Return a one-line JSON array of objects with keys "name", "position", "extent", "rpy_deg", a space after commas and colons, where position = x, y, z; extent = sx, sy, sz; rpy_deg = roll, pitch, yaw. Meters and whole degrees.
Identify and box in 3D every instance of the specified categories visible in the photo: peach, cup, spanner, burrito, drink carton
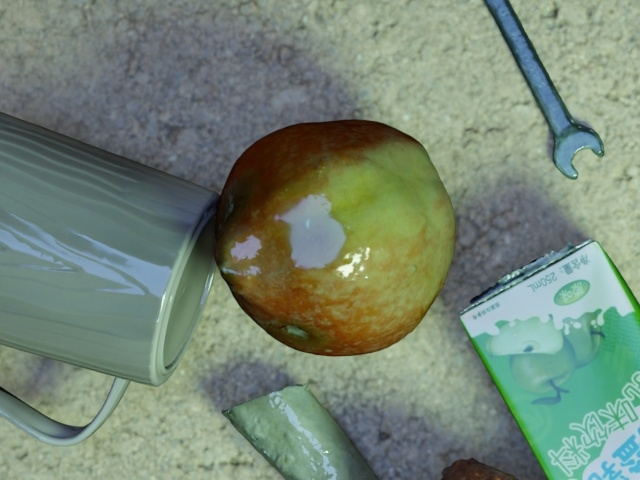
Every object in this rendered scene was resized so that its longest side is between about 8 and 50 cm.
[{"name": "peach", "position": [0.000, 0.000, 1.806], "extent": [0.256, 0.232, 0.232], "rpy_deg": [-23, 83, -35]}, {"name": "cup", "position": [-0.260, 0.039, 1.865], "extent": [0.273, 0.208, 0.288], "rpy_deg": [17, 75, 7]}, {"name": "spanner", "position": [0.206, -0.179, 1.904], "extent": [0.054, 0.015, 0.254], "rpy_deg": [-28, 84, 9]}, {"name": "burrito", "position": [0.005, 0.227, 1.900], "extent": [0.087, 0.060, 0.226], "rpy_deg": [-42, 82, 10]}, {"name": "drink carton", "position": [0.264, 0.140, 1.840], "extent": [0.161, 0.108, 0.271], "rpy_deg": [-29, 86, 9]}]

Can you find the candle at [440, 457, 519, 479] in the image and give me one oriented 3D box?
[{"name": "candle", "position": [0.170, 0.348, 1.779], "extent": [0.317, 0.131, 0.287], "rpy_deg": [-13, 99, 28]}]
